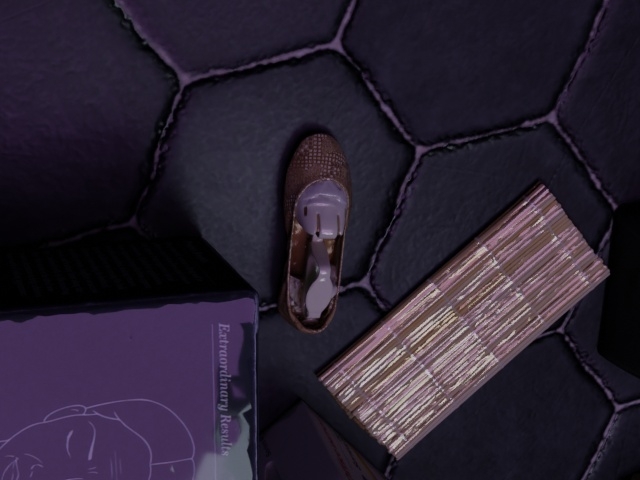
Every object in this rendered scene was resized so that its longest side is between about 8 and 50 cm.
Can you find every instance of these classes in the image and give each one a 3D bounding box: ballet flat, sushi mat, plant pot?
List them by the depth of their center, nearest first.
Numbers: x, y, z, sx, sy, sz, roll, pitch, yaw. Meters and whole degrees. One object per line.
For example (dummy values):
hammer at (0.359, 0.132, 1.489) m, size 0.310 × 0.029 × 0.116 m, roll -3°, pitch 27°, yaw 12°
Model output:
ballet flat at (0.000, 0.000, 1.321) m, size 0.073 × 0.067 × 0.206 m, roll -5°, pitch 116°, yaw -16°
plant pot at (0.425, 0.071, 1.446) m, size 0.188 × 0.167 × 0.187 m, roll -7°, pitch 117°, yaw -17°
sushi mat at (0.154, 0.091, 1.447) m, size 0.316 × 0.019 × 0.151 m, roll -42°, pitch 121°, yaw 4°

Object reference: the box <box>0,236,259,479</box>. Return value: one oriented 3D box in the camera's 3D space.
box at (-0.266, 0.171, 1.204) m, size 0.396 × 0.212 × 0.293 m, roll -4°, pitch 105°, yaw -17°

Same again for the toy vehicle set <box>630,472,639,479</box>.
toy vehicle set at (0.502, 0.351, 1.585) m, size 0.267 × 0.035 × 0.166 m, roll -1°, pitch 124°, yaw 30°

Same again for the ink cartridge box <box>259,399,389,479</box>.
ink cartridge box at (0.030, 0.289, 1.422) m, size 0.093 × 0.154 × 0.212 m, roll -43°, pitch 120°, yaw 5°
